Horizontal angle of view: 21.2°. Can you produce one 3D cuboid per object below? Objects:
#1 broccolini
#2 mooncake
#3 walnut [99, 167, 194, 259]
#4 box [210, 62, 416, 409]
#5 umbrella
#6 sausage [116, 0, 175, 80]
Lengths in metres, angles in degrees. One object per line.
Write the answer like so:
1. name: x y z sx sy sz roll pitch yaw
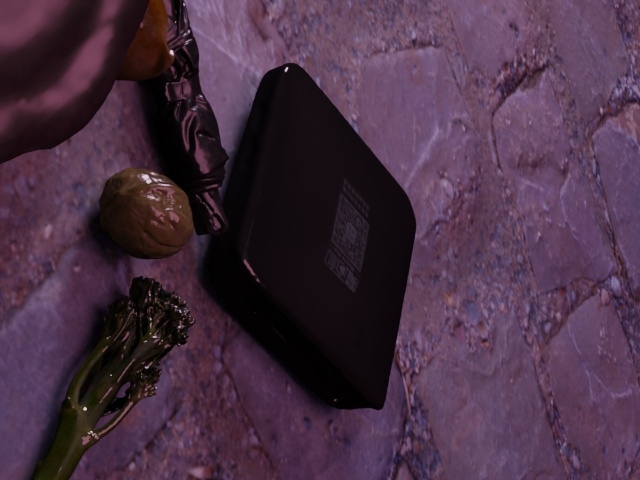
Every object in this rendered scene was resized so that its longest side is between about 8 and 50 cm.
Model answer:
1. broccolini: -0.190 0.187 1.414 0.079 0.074 0.392 48 41 -31
2. mooncake: -0.276 -0.208 1.249 0.306 0.154 0.306 -11 107 -40
3. walnut: -0.156 -0.023 1.531 0.092 0.092 0.092 24 61 -54
4. box: 0.000 0.000 1.788 0.290 0.073 0.289 47 43 -41
5. umbrella: -0.127 -0.118 1.629 0.066 0.059 0.236 -22 99 -41
6. sausage: -0.264 -0.345 1.398 0.123 0.136 0.501 -48 123 -39
